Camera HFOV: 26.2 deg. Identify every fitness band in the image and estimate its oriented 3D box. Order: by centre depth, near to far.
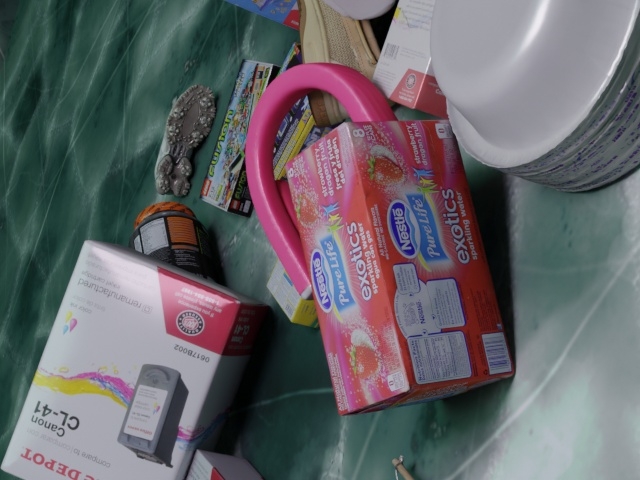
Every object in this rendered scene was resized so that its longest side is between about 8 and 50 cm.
[{"bbox_3d":[0.017,-0.056,1.485,0.209,0.054,0.291,-49,60,38],"label":"fitness band"}]

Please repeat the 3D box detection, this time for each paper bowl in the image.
[{"bbox_3d":[0.204,-0.195,1.220,0.284,0.148,0.284,-36,47,50],"label":"paper bowl"}]

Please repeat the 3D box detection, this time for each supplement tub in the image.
[{"bbox_3d":[-0.201,0.041,1.884,0.117,0.117,0.190,-56,31,30],"label":"supplement tub"}]

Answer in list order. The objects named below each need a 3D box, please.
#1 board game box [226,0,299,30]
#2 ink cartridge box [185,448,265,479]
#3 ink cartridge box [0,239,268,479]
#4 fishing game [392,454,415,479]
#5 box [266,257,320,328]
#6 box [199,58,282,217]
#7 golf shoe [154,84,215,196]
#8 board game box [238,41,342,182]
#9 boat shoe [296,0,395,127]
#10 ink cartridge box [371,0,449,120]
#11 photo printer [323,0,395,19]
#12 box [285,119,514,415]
[{"bbox_3d":[-0.151,-0.444,1.847,0.086,0.308,0.302,-54,34,31],"label":"board game box"},{"bbox_3d":[-0.123,0.353,1.615,0.127,0.072,0.175,32,103,61],"label":"ink cartridge box"},{"bbox_3d":[-0.228,0.179,1.706,0.131,0.226,0.306,23,-93,-76],"label":"ink cartridge box"},{"bbox_3d":[0.052,0.357,1.320,0.264,0.041,0.189,-67,28,18],"label":"fishing game"},{"bbox_3d":[0.000,0.000,1.611,0.179,0.043,0.105,-68,27,16],"label":"box"},{"bbox_3d":[-0.102,-0.142,1.885,0.114,0.036,0.207,23,96,63],"label":"box"},{"bbox_3d":[-0.214,-0.156,2.075,0.176,0.069,0.086,-68,22,9],"label":"golf shoe"},{"bbox_3d":[-0.032,-0.145,1.744,0.170,0.048,0.141,-61,32,23],"label":"board game box"},{"bbox_3d":[0.029,-0.286,1.652,0.121,0.110,0.341,67,-165,-60],"label":"boat shoe"},{"bbox_3d":[0.132,-0.234,1.462,0.115,0.067,0.198,35,108,62],"label":"ink cartridge box"},{"bbox_3d":[0.017,-0.438,1.546,0.107,0.256,0.307,-19,45,44],"label":"photo printer"},{"bbox_3d":[0.071,0.024,1.294,0.122,0.128,0.257,-30,70,53],"label":"box"}]
